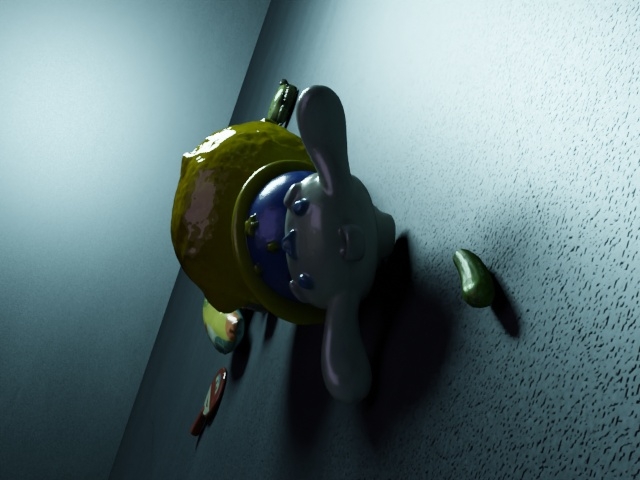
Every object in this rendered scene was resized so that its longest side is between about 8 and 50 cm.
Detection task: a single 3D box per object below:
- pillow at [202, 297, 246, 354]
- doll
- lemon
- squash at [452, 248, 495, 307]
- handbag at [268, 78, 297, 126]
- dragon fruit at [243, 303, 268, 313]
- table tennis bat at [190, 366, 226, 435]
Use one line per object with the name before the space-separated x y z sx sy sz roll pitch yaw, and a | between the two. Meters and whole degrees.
pillow | -0.144 0.082 1.623 0.233 0.086 0.214 -65 20 11
doll | 0.014 0.027 0.976 0.242 0.159 0.311 -31 64 51
lemon | -0.097 -0.035 1.269 0.233 0.233 0.288 149 138 -70
squash | 0.122 0.029 0.718 0.089 0.027 0.027 -87 21 -66
handbag | -0.086 -0.299 1.999 0.072 0.047 0.111 171 120 -76
dragon fruit | -0.097 0.083 1.467 0.083 0.056 0.060 141 145 -69
table tennis bat | -0.207 0.306 1.692 0.155 0.019 0.098 -61 16 24
